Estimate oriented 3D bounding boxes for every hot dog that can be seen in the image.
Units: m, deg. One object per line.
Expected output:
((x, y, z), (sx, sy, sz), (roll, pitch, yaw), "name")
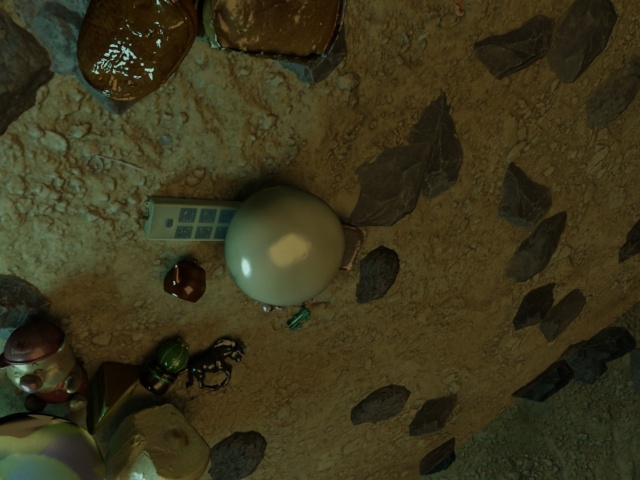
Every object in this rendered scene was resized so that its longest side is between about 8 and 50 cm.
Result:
((-0.349, -0.389, 1.011), (0.196, 0.122, 0.272), (30, 131, -19), "hot dog")

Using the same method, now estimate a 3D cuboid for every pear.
((-0.765, 0.598, 1.356), (0.398, 0.165, 0.399), (-6, 101, -30), "pear")

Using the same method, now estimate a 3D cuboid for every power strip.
((-0.284, -0.051, 1.387), (0.367, 0.043, 0.106), (0, 120, -33), "power strip")

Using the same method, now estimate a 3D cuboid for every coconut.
((-0.493, 0.658, 1.597), (0.297, 0.297, 0.254), (20, 124, -40), "coconut")

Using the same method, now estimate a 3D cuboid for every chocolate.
((-0.001, -0.001, 1.579), (0.261, 0.083, 0.161), (12, 113, -28), "chocolate")

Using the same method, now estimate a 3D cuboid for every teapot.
((-0.349, 0.100, 1.421), (0.116, 0.116, 0.173), (-44, 161, 2), "teapot")

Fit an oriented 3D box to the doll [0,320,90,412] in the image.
((-0.682, 0.316, 1.319), (0.196, 0.152, 0.256), (-23, 130, -19), "doll")

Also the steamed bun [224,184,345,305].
((-0.085, 0.024, 1.380), (0.324, 0.206, 0.325), (-11, 122, -19), "steamed bun")

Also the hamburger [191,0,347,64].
((-0.101, -0.498, 1.082), (0.317, 0.195, 0.277), (0, 119, -35), "hamburger")

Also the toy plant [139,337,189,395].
((-0.438, 0.356, 1.536), (0.162, 0.092, 0.093), (-56, 136, -13), "toy plant")

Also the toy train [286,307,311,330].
((-0.070, 0.259, 1.760), (0.092, 0.029, 0.045), (-40, 126, 0), "toy train")

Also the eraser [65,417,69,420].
((-0.748, 0.541, 1.530), (0.027, 0.019, 0.099), (11, 115, -53), "eraser")

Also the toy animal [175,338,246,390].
((-0.339, 0.383, 1.653), (0.232, 0.084, 0.148), (-17, 117, -20), "toy animal")

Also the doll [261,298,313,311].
((-0.093, 0.153, 1.623), (0.192, 0.095, 0.149), (5, 124, -37), "doll")

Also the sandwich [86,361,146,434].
((-0.552, 0.439, 1.475), (0.144, 0.187, 0.117), (24, 107, -35), "sandwich")
